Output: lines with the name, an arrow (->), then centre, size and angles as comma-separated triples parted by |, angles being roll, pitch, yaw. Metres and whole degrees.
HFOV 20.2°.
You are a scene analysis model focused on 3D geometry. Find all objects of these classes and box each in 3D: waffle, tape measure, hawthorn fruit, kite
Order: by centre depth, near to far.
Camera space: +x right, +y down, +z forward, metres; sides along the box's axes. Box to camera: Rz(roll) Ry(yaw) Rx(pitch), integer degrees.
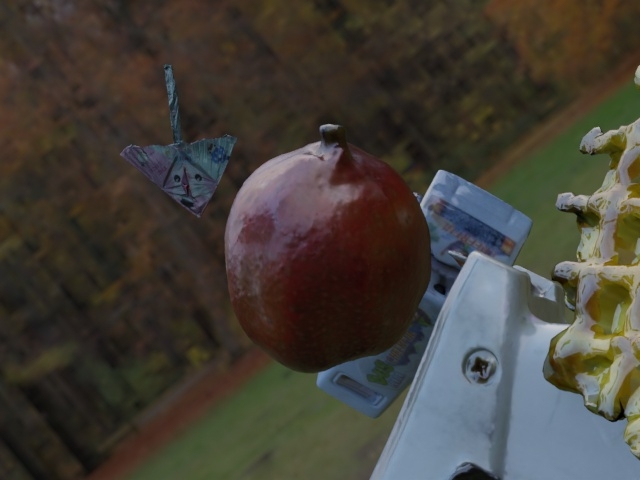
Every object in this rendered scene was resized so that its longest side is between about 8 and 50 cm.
waffle -> 0.234, -0.021, 0.898 | 0.329, 0.062, 0.329 | -39, 38, 40
tape measure -> 0.134, 0.165, 1.045 | 0.258, 0.265, 0.130 | -65, -26, 2
hawthorn fruit -> 0.000, 0.000, 1.372 | 0.169, 0.188, 0.169 | -7, 26, 3
kite -> -0.137, -0.092, 1.703 | 0.137, 0.152, 0.005 | -6, 17, 31

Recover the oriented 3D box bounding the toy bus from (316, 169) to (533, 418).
toy bus -> 0.085, 0.059, 1.663 | 0.136, 0.109, 0.329 | -63, 2, -26
